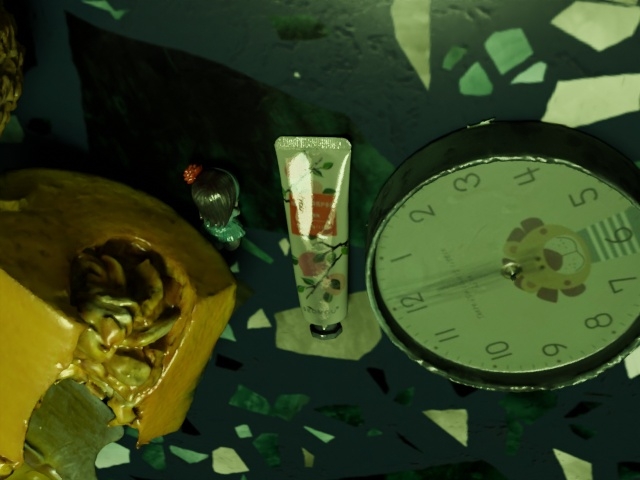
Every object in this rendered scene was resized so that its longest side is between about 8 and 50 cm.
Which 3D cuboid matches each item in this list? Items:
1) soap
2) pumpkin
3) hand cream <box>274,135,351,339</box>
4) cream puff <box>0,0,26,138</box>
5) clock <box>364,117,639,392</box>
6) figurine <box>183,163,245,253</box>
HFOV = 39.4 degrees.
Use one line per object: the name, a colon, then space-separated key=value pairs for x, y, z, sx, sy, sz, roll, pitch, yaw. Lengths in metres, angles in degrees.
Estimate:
soap: x=-0.472 y=0.255 z=1.152 sx=0.335 sy=0.156 sz=0.293 roll=-32 pitch=110 yaw=29
pumpkin: x=-0.256 y=0.073 z=0.906 sx=0.256 sy=0.303 sz=0.225 roll=49 pitch=122 yaw=28
hand cream: x=0.000 y=0.000 z=0.943 sx=0.080 sy=0.050 sz=0.234 roll=3 pitch=120 yaw=14
cream puff: x=-0.417 y=-0.115 z=0.761 sx=0.342 sy=0.327 sz=0.231 roll=-36 pitch=93 yaw=-5
clock: x=0.195 y=0.027 z=0.908 sx=0.312 sy=0.061 sz=0.313 roll=5 pitch=126 yaw=7
figurine: x=-0.110 y=-0.033 z=0.941 sx=0.059 sy=0.047 sz=0.106 roll=20 pitch=139 yaw=24
